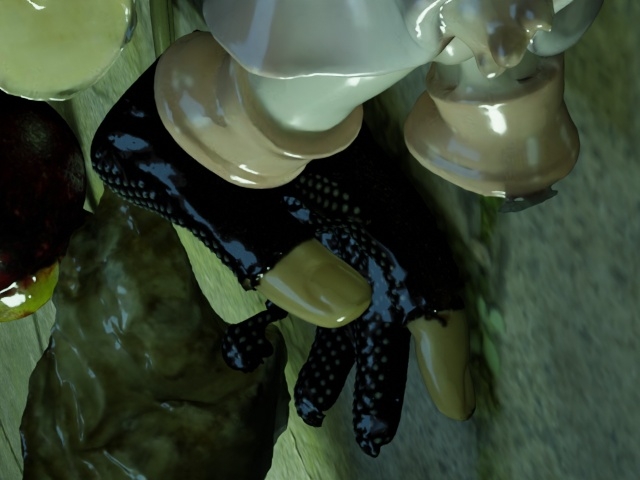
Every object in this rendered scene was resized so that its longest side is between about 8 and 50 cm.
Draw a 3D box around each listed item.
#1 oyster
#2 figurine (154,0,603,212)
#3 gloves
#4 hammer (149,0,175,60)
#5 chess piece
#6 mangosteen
[{"bbox_3d":[-0.080,0.134,0.773,0.166,0.110,0.341,10,-94,-70],"label":"oyster"},{"bbox_3d":[0.025,-0.113,0.326,0.133,0.200,0.276,19,142,13],"label":"figurine"},{"bbox_3d":[0.001,-0.001,0.581,0.181,0.106,0.129,39,156,6],"label":"gloves"},{"bbox_3d":[-0.091,-0.105,0.833,0.062,0.013,0.198,54,154,41],"label":"hammer"},{"bbox_3d":[-0.220,-0.240,0.942,0.139,0.124,0.307,29,-156,-45],"label":"chess piece"},{"bbox_3d":[-0.277,-0.028,1.152,0.210,0.210,0.209,54,154,42],"label":"mangosteen"}]
